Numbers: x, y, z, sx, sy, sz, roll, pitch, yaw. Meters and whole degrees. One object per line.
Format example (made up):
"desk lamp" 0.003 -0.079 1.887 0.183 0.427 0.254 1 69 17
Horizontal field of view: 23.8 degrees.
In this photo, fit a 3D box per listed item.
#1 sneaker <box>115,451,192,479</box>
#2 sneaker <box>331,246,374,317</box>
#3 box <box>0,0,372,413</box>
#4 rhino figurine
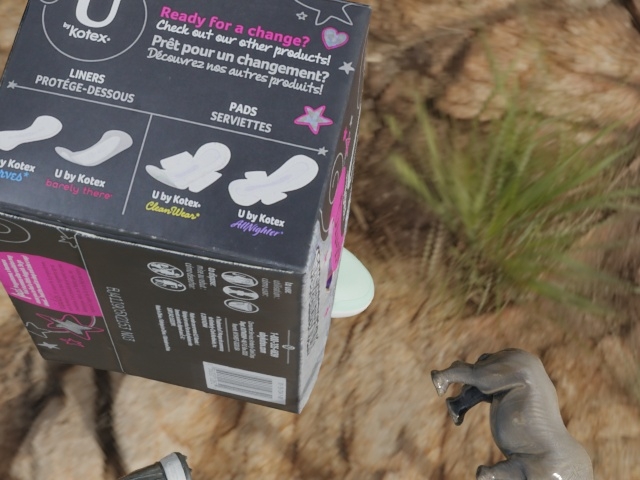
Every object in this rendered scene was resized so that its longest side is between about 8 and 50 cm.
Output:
"sneaker" -0.197 0.307 1.614 0.106 0.234 0.078 -12 55 -20
"sneaker" 0.000 0.000 1.698 0.256 0.094 0.151 34 142 -31
"box" -0.066 -0.021 0.781 0.163 0.247 0.142 12 70 3
"rhino figurine" 0.202 0.215 1.458 0.106 0.073 0.243 -26 75 6
